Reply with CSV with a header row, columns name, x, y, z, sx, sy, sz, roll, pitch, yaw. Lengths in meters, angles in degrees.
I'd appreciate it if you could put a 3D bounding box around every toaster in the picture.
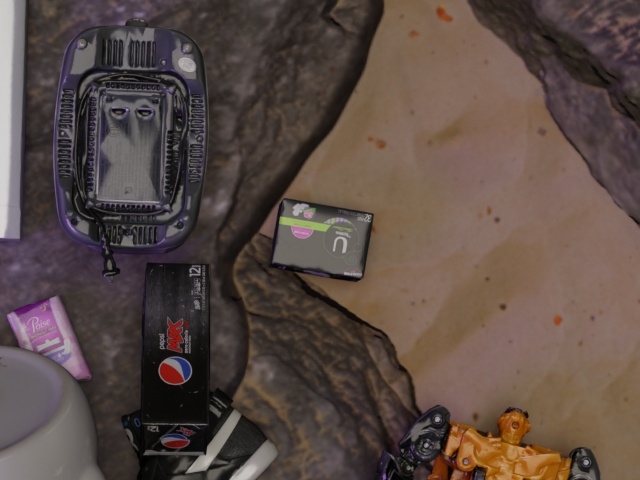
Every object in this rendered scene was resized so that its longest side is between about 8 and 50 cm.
name,x,y,z,sx,sy,sz,roll,pitch,yaw
toaster,-0.161,-0.071,1.560,0.129,0.146,0.226,1,85,-4

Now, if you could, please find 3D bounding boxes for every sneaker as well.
name,x,y,z,sx,sy,sz,roll,pitch,yaw
sneaker,-0.153,0.217,1.578,0.217,0.079,0.121,-42,86,-14

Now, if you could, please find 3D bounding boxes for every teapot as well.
name,x,y,z,sx,sy,sz,roll,pitch,yaw
teapot,-0.303,0.215,1.505,0.253,0.256,0.187,-17,119,-25

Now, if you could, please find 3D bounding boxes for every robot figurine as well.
name,x,y,z,sx,sy,sz,roll,pitch,yaw
robot figurine,0.131,0.287,1.585,0.211,0.085,0.291,17,85,-3

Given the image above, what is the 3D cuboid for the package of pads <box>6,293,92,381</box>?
name,x,y,z,sx,sy,sz,roll,pitch,yaw
package of pads,-0.240,0.093,1.598,0.050,0.032,0.083,-22,87,-9

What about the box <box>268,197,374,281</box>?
name,x,y,z,sx,sy,sz,roll,pitch,yaw
box,0.000,0.000,1.614,0.083,0.052,0.062,9,84,-5

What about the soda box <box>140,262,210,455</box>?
name,x,y,z,sx,sy,sz,roll,pitch,yaw
soda box,-0.125,0.101,1.556,0.060,0.053,0.168,1,53,-5

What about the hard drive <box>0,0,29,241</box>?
name,x,y,z,sx,sy,sz,roll,pitch,yaw
hard drive,-0.364,-0.155,1.605,0.203,0.040,0.307,1,86,-4
